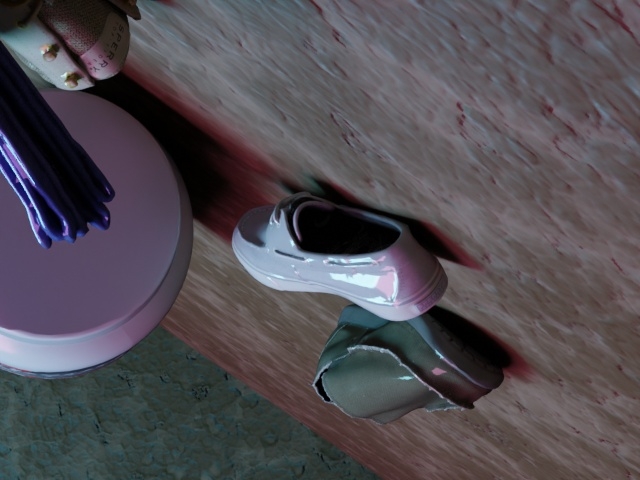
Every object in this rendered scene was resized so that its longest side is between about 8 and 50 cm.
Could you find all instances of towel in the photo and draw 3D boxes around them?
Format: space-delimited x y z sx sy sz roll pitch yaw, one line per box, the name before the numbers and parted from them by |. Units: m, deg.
towel | -0.228 -0.139 0.738 0.336 0.040 0.243 37 164 51

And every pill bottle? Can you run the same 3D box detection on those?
pill bottle | -0.208 0.000 1.218 0.210 0.210 0.363 36 170 -4

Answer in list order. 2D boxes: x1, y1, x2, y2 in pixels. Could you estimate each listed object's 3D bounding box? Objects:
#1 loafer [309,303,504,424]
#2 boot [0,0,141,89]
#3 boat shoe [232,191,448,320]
loafer | 0.059 0.105 1.191 0.094 0.087 0.251 37 169 -10
boot | -0.149 -0.138 0.795 0.165 0.077 0.213 44 171 -39
boat shoe | 0.000 0.000 0.992 0.184 0.066 0.063 25 152 51
